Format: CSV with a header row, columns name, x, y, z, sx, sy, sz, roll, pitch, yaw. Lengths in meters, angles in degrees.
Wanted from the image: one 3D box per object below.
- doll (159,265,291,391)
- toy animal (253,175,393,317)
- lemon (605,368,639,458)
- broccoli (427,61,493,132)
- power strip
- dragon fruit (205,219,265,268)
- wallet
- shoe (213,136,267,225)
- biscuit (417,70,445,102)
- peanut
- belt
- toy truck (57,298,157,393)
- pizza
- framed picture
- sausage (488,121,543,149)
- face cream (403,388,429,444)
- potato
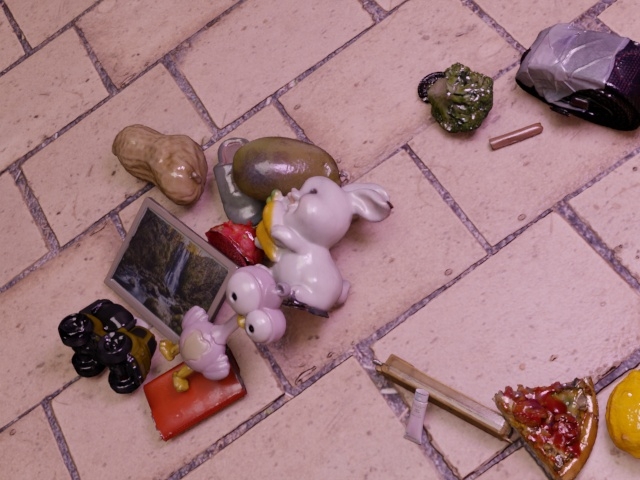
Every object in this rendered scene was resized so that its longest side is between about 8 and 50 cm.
name,x,y,z,sx,sy,sz,roll,pitch,yaw
doll,-0.182,0.172,1.537,0.365,0.094,0.160,-38,69,35
toy animal,-0.005,-0.002,1.583,0.247,0.183,0.309,18,81,-7
lemon,0.546,0.295,1.326,0.114,0.114,0.155,2,65,20
broccoli,0.297,-0.305,1.677,0.162,0.138,0.145,38,106,50
power strip,0.231,0.291,1.464,0.306,0.064,0.044,25,74,27
dragon fruit,-0.162,0.006,1.696,0.153,0.153,0.111,34,63,29
wallet,-0.265,0.314,1.639,0.205,0.045,0.142,-31,58,3
shoe,-0.193,-0.148,1.793,0.103,0.100,0.250,-20,59,8
biscuit,0.267,-0.347,1.763,0.089,0.027,0.087,28,78,27
peanut,-0.369,-0.191,1.856,0.291,0.143,0.159,31,46,33
belt,0.535,-0.323,1.573,0.289,0.184,0.164,29,83,33
toy truck,-0.452,0.218,1.705,0.225,0.147,0.165,18,46,27
pizza,0.397,0.317,1.363,0.193,0.053,0.200,14,72,-3
framed picture,-0.339,0.078,1.740,0.324,0.020,0.240,36,103,29
sausage,0.417,-0.224,1.656,0.116,0.026,0.026,-19,62,10
face cream,0.182,0.331,1.457,0.038,0.020,0.115,19,116,24
potato,-0.066,-0.148,1.704,0.252,0.159,0.174,3,44,-2
